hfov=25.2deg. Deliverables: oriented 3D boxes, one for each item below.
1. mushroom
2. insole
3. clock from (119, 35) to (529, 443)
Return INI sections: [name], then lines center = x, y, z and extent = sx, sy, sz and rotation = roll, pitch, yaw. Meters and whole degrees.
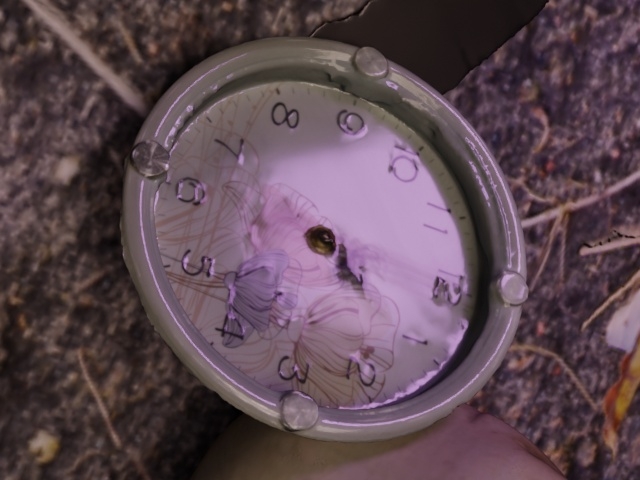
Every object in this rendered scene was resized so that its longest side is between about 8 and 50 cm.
[mushroom]
center = 0.049, 0.197, 0.832
extent = 0.254, 0.234, 0.260
rotation = -34, 82, 24
[insole]
center = 0.019, -0.091, 0.847
extent = 0.322, 0.007, 0.109
rotation = -41, 117, -12
[clock]
center = 0.000, 0.000, 0.791
extent = 0.236, 0.053, 0.237
rotation = 9, 66, -21
